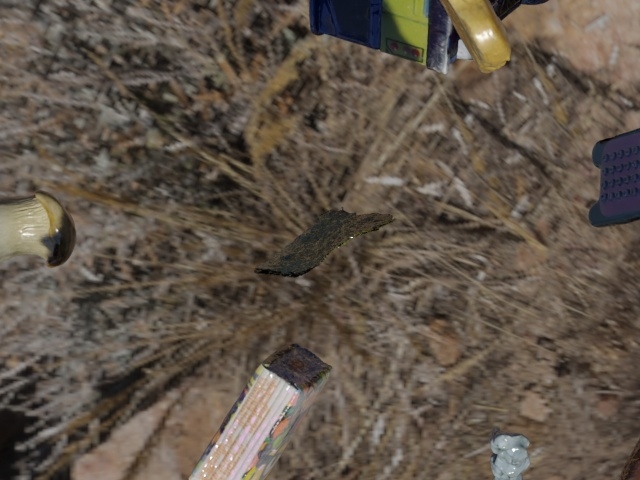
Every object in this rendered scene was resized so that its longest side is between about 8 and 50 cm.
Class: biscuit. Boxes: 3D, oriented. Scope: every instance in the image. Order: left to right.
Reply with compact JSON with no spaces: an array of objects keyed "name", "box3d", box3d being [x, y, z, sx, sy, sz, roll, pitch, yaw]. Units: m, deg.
[{"name":"biscuit","box3d":[0.062,-0.216,0.938,0.030,0.153,0.234,-30,93,4]}]

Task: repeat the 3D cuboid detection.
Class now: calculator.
[{"name":"calculator","box3d":[0.240,-0.050,1.036,0.141,0.019,0.094,-16,67,63]}]

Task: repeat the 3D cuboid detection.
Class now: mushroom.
[{"name":"mushroom","box3d":[-0.486,0.007,1.853,0.329,0.159,0.122,-12,98,-16]}]

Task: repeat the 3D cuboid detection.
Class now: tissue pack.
[{"name":"tissue pack","box3d":[-0.057,0.182,1.421,0.060,0.108,0.148,34,105,9]}]

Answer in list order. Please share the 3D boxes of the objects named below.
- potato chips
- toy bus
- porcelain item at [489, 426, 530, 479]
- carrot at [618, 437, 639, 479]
[{"name":"potato chips","box3d":[0.000,0.000,1.673,0.209,0.142,0.026,-26,110,25]},{"name":"toy bus","box3d":[0.128,-0.289,1.372,0.175,0.288,0.138,20,130,26]},{"name":"porcelain item","box3d":[0.156,0.182,1.185,0.036,0.083,0.028,26,60,27]},{"name":"carrot","box3d":[0.281,0.129,1.103,0.048,0.048,0.216,18,57,22]}]
